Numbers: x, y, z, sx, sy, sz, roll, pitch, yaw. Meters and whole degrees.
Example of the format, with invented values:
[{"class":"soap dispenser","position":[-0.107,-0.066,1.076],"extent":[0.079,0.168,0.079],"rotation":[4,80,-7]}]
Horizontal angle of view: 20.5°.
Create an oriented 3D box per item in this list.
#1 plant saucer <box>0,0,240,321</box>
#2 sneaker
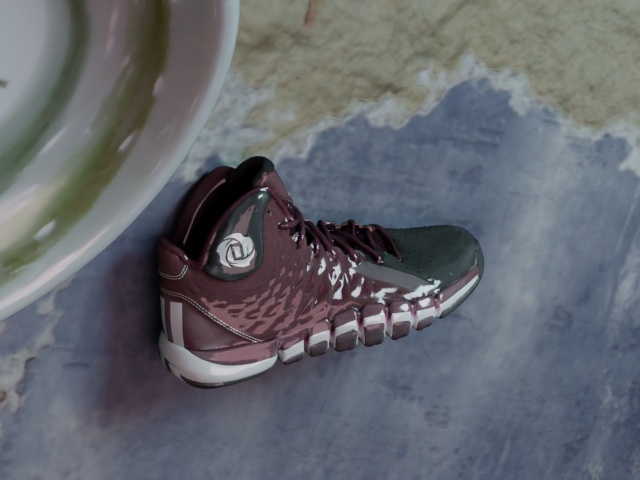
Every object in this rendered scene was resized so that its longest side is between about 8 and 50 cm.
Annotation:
[{"class":"plant saucer","position":[-0.237,-0.087,1.034],"extent":[0.400,0.100,0.400],"rotation":[-29,151,-18]},{"class":"sneaker","position":[0.000,0.000,1.372],"extent":[0.281,0.106,0.162],"rotation":[-20,118,-22]}]
